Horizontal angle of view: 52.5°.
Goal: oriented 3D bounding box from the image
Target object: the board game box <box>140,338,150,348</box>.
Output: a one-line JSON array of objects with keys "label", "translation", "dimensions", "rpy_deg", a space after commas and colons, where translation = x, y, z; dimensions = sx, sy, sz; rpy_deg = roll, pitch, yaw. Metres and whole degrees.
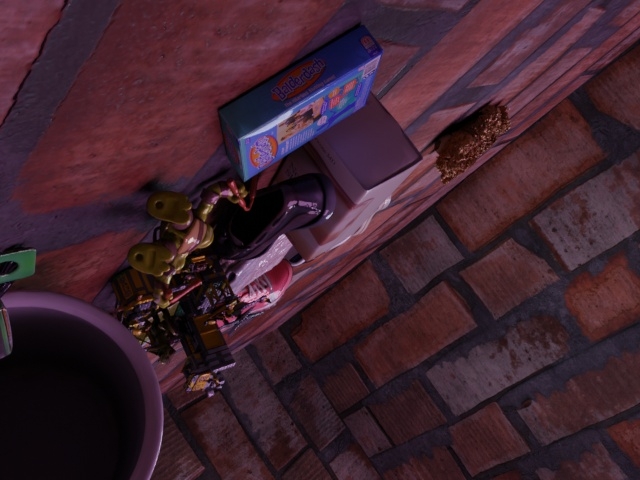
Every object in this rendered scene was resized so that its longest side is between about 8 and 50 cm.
[{"label": "board game box", "translation": [-0.412, 0.235, 1.645], "dimensions": [0.124, 0.039, 0.259], "rpy_deg": [-37, 169, 6]}]

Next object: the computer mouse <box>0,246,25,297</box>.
[{"label": "computer mouse", "translation": [-0.400, 0.058, 0.677], "dimensions": [0.106, 0.042, 0.193], "rpy_deg": [-34, 179, 22]}]

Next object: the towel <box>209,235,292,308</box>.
[{"label": "towel", "translation": [-0.135, 0.037, 1.394], "dimensions": [0.317, 0.053, 0.332], "rpy_deg": [-41, 176, -37]}]

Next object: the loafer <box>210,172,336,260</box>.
[{"label": "loafer", "translation": [-0.106, -0.038, 1.046], "dimensions": [0.095, 0.109, 0.302], "rpy_deg": [-4, 167, -43]}]

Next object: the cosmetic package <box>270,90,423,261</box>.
[{"label": "cosmetic package", "translation": [0.024, -0.099, 1.094], "dimensions": [0.129, 0.153, 0.296], "rpy_deg": [-32, 170, -29]}]

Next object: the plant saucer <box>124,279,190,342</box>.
[{"label": "plant saucer", "translation": [-0.342, 0.148, 1.386], "dimensions": [0.188, 0.045, 0.188], "rpy_deg": [-32, 171, -24]}]

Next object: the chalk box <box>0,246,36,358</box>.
[{"label": "chalk box", "translation": [-0.348, 0.053, 0.542], "dimensions": [0.213, 0.132, 0.132], "rpy_deg": [-31, 170, -33]}]

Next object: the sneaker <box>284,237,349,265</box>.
[{"label": "sneaker", "translation": [0.000, 0.000, 1.839], "dimensions": [0.216, 0.079, 0.121], "rpy_deg": [-28, 176, 5]}]

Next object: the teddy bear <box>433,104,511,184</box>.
[{"label": "teddy bear", "translation": [0.420, -0.287, 1.840], "dimensions": [0.338, 0.113, 0.245], "rpy_deg": [-40, -178, -27]}]

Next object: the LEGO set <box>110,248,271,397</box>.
[{"label": "LEGO set", "translation": [-0.258, 0.184, 1.167], "dimensions": [0.254, 0.192, 0.331], "rpy_deg": [-9, 150, -41]}]

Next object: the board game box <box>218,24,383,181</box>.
[{"label": "board game box", "translation": [-0.027, -0.171, 0.838], "dimensions": [0.210, 0.047, 0.160], "rpy_deg": [-34, 172, -11]}]

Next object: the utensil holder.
[{"label": "utensil holder", "translation": [-0.410, 0.280, 0.906], "dimensions": [0.327, 0.328, 0.385], "rpy_deg": [-30, 172, -29]}]

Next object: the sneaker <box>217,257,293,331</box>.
[{"label": "sneaker", "translation": [-0.196, 0.142, 1.697], "dimensions": [0.313, 0.116, 0.136], "rpy_deg": [-33, 169, -20]}]

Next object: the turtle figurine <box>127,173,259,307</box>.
[{"label": "turtle figurine", "translation": [-0.186, -0.022, 0.910], "dimensions": [0.270, 0.087, 0.217], "rpy_deg": [-54, 175, 2]}]

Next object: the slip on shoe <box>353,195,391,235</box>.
[{"label": "slip on shoe", "translation": [0.076, -0.091, 1.558], "dimensions": [0.101, 0.123, 0.331], "rpy_deg": [0, 168, -12]}]
